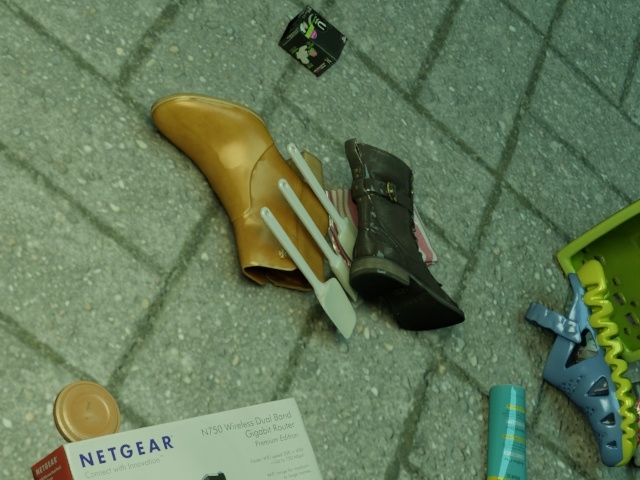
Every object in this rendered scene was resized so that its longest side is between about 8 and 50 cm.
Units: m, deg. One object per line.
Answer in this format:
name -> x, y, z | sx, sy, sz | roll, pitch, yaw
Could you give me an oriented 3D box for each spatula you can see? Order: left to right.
spatula -> 0.000, 0.000, 1.783 | 0.242, 0.019, 0.168 | 56, 40, -35

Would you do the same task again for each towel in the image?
towel -> 0.088, -0.018, 1.959 | 0.197, 0.029, 0.144 | -11, 73, -43

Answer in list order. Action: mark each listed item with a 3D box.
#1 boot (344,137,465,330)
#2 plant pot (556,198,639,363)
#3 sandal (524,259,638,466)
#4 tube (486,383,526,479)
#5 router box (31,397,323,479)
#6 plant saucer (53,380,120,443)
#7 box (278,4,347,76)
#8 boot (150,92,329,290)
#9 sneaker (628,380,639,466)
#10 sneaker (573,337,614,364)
boot -> 0.123, -0.009, 1.899 | 0.263, 0.091, 0.228 | 36, 45, -45
plant pot -> 0.569, 0.036, 2.204 | 0.228, 0.227, 0.207 | 57, 37, 4
sandal -> 0.406, 0.196, 2.042 | 0.126, 0.138, 0.317 | 47, 30, -69
tube -> 0.267, 0.311, 1.904 | 0.080, 0.052, 0.207 | 15, 62, -22
router box -> -0.128, 0.355, 1.512 | 0.336, 0.082, 0.301 | -7, 70, -42
plant saucer -> -0.269, 0.202, 1.536 | 0.084, 0.013, 0.083 | 21, 52, -30
box -> -0.011, -0.305, 2.032 | 0.083, 0.052, 0.062 | 38, 47, -17
boot -> -0.102, -0.058, 1.770 | 0.295, 0.104, 0.211 | 25, 51, -33
sneaker -> 0.590, 0.302, 2.150 | 0.270, 0.090, 0.145 | 2, 65, -36
sneaker -> 0.443, 0.190, 2.131 | 0.098, 0.038, 0.069 | -9, 73, -33
